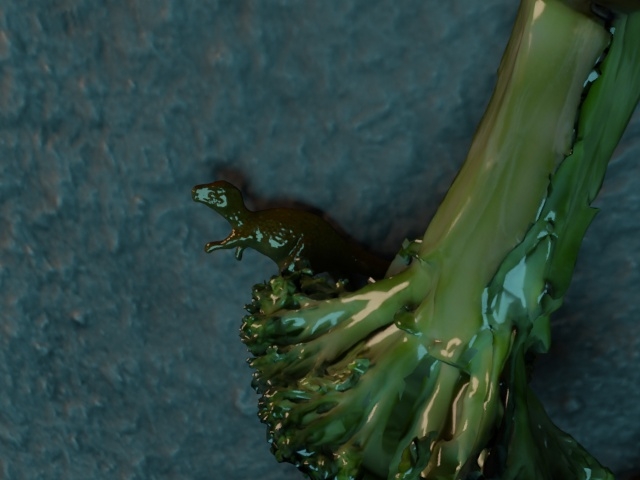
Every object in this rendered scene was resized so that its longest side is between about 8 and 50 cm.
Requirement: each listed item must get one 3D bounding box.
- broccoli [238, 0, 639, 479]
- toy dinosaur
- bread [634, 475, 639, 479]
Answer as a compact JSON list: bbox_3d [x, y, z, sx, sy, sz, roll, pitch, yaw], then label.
[{"bbox_3d":[0.092,0.006,0.865,0.221,0.252,0.361,11,92,-21],"label":"broccoli"},{"bbox_3d":[0.000,0.000,0.978,0.162,0.039,0.126,-15,111,10],"label":"toy dinosaur"},{"bbox_3d":[0.349,0.160,0.902,0.185,0.109,0.380,38,129,0],"label":"bread"}]
